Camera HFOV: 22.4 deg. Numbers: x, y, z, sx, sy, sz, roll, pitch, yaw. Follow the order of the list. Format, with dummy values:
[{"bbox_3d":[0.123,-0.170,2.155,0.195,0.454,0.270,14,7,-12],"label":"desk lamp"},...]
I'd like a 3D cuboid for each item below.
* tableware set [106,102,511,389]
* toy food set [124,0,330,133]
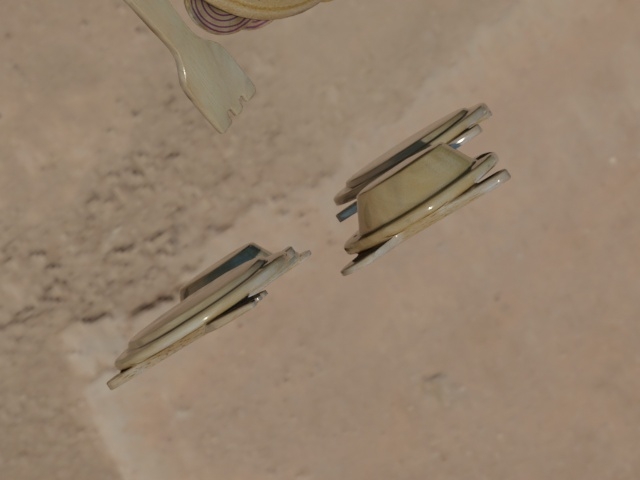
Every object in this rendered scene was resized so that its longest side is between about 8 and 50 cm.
[{"bbox_3d":[0.000,0.000,0.539,0.020,0.141,0.168,57,8,-5],"label":"tableware set"},{"bbox_3d":[-0.030,-0.153,0.703,0.132,0.038,0.192,51,63,-26],"label":"toy food set"}]
